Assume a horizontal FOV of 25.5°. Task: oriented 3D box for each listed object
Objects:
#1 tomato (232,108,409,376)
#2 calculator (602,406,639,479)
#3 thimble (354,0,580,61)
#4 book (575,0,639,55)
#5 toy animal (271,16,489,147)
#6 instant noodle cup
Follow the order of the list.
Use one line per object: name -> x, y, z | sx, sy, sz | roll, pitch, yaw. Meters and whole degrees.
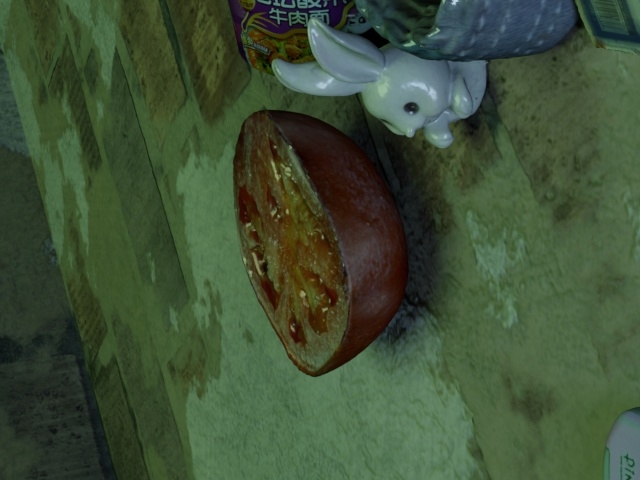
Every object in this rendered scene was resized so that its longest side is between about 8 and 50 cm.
tomato -> 0.011, -0.005, 1.742 | 0.338, 0.143, 0.338 | 168, 90, -68
calculator -> 0.337, 0.236, 1.250 | 0.246, 0.045, 0.141 | 22, 118, 60
thimble -> 0.133, -0.278, 1.361 | 0.236, 0.172, 0.205 | 55, 143, 43
book -> 0.287, -0.236, 1.132 | 0.322, 0.018, 0.228 | 27, 148, 58
toy animal -> 0.068, -0.160, 1.485 | 0.103, 0.220, 0.131 | -31, 69, 58
instant noodle cup -> -0.003, -0.305, 1.583 | 0.251, 0.251, 0.190 | 48, 149, 49
